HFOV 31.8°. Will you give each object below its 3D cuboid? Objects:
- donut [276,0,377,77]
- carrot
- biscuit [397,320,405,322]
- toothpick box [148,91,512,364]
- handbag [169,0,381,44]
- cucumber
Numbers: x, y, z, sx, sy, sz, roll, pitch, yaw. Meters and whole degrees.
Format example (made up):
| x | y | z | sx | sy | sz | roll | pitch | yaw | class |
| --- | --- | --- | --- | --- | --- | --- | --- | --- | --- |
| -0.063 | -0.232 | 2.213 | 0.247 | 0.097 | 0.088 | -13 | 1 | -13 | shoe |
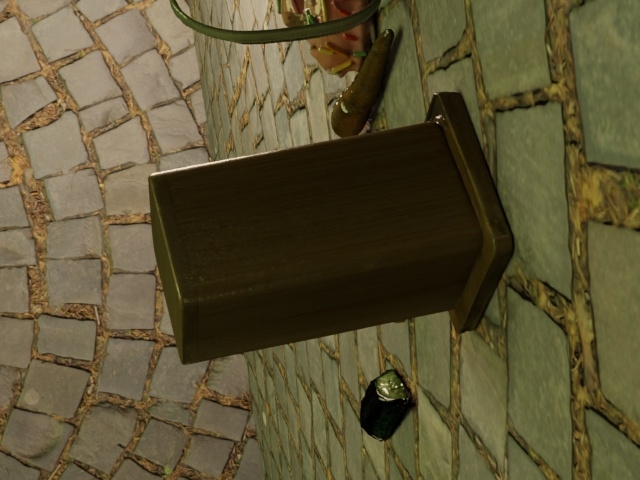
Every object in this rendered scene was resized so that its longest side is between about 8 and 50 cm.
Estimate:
| x | y | z | sx | sy | sz | roll | pitch | yaw | class |
| --- | --- | --- | --- | --- | --- | --- | --- | --- | --- |
| 0.001 | -0.320 | 1.408 | 0.233 | 0.085 | 0.199 | -123 | 28 | -61 | donut |
| 0.054 | -0.188 | 1.354 | 0.254 | 0.049 | 0.049 | 120 | 140 | -67 | carrot |
| 0.080 | 0.007 | 1.406 | 0.133 | 0.027 | 0.184 | 98 | 158 | -54 | biscuit |
| 0.000 | 0.000 | 1.090 | 0.187 | 0.308 | 0.190 | 101 | 155 | -60 | toothpick box |
| -0.047 | -0.310 | 1.221 | 0.079 | 0.256 | 0.219 | 101 | 164 | -63 | handbag |
| 0.084 | 0.215 | 1.514 | 0.220 | 0.046 | 0.070 | 108 | 159 | -67 | cucumber |
